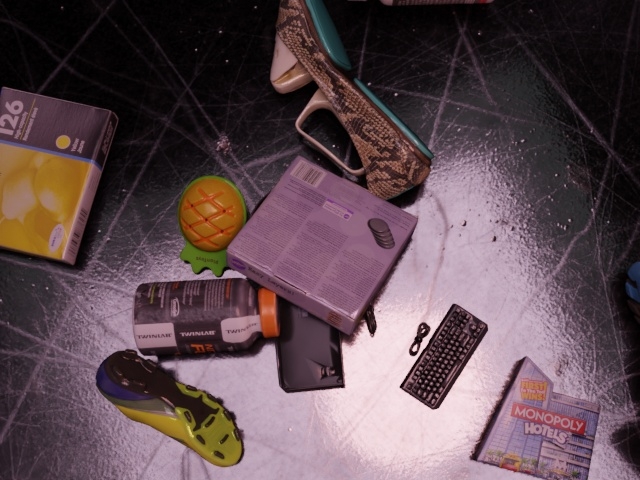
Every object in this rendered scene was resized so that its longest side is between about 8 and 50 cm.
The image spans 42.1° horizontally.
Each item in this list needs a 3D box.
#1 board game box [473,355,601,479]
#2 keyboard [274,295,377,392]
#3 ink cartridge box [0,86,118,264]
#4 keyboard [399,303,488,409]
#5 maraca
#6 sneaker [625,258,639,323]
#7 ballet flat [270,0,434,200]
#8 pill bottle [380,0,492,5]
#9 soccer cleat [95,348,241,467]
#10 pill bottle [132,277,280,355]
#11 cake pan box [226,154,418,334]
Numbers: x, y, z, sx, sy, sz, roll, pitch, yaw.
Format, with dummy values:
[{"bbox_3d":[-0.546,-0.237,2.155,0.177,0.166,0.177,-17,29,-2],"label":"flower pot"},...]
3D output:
[{"bbox_3d":[0.378,0.305,1.420,0.194,0.060,0.194,13,78,6],"label":"board game box"},{"bbox_3d":[0.011,0.108,1.502,0.201,0.033,0.317,-7,77,8],"label":"keyboard"},{"bbox_3d":[-0.573,-0.132,1.571,0.307,0.072,0.303,12,78,4],"label":"ink cartridge box"},{"bbox_3d":[0.209,0.197,1.474,0.108,0.023,0.180,33,80,10],"label":"keyboard"},{"bbox_3d":[-0.199,-0.026,1.514,0.127,0.099,0.185,9,103,7],"label":"maraca"},{"bbox_3d":[0.621,0.193,1.402,0.140,0.125,0.341,-3,80,-5],"label":"sneaker"},{"bbox_3d":[0.015,-0.277,1.542,0.182,0.164,0.483,-36,78,15],"label":"ballet flat"},{"bbox_3d":[0.190,-0.530,1.576,0.283,0.161,0.161,-1,77,2],"label":"pill bottle"},{"bbox_3d":[-0.263,0.298,1.449,0.289,0.121,0.093,37,45,-4],"label":"soccer cleat"},{"bbox_3d":[-0.194,0.132,1.454,0.246,0.130,0.130,-4,76,3],"label":"pill bottle"},{"bbox_3d":[0.000,0.000,1.452,0.267,0.070,0.246,28,57,9],"label":"cake pan box"}]
